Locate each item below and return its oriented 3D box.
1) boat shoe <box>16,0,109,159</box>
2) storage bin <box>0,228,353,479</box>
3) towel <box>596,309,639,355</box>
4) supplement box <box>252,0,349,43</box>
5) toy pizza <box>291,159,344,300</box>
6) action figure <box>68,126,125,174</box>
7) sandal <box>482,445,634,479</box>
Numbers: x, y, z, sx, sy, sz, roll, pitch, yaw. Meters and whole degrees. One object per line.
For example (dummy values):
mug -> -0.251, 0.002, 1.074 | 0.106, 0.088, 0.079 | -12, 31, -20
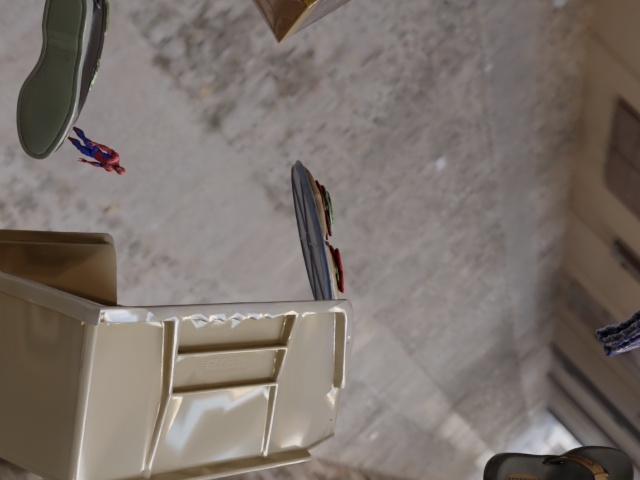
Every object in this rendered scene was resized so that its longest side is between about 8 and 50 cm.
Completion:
boat shoe -> -0.310, -0.207, 1.574 | 0.069, 0.081, 0.227 | -30, 143, -64
storage bin -> -0.153, 0.073, 0.918 | 0.260, 0.262, 0.123 | 1, 100, -51
towel -> 0.406, 0.031, 1.152 | 0.243, 0.040, 0.336 | -13, 167, -10
supplement box -> 0.015, -0.339, 1.429 | 0.194, 0.129, 0.191 | -32, -177, -11
toy pizza -> 0.000, 0.000, 1.551 | 0.032, 0.201, 0.201 | -12, 159, -6
action figure -> -0.325, -0.127, 1.826 | 0.038, 0.115, 0.030 | -61, 173, 27
sandal -> 0.299, 0.289, 1.560 | 0.219, 0.090, 0.060 | 9, 164, -27
